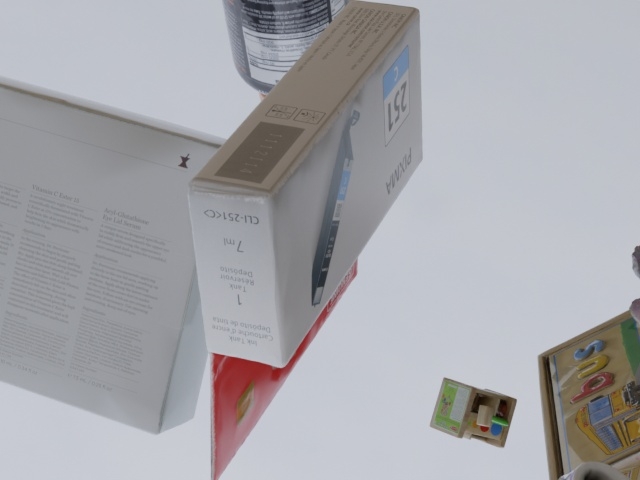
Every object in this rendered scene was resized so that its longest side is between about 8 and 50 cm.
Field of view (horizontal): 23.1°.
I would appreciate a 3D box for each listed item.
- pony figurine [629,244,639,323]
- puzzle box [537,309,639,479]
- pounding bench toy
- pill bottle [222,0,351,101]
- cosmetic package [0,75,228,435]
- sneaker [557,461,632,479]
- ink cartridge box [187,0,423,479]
[{"bbox_3d":[0.321,-0.076,0.741,0.303,0.363,0.351,-35,-156,-19],"label":"pony figurine"},{"bbox_3d":[0.355,0.165,1.590,0.052,0.272,0.409,57,-165,-16],"label":"puzzle box"},{"bbox_3d":[0.161,0.173,1.532,0.065,0.052,0.083,17,178,-29],"label":"pounding bench toy"},{"bbox_3d":[-0.032,-0.230,1.550,0.130,0.246,0.130,-3,-129,3],"label":"pill bottle"},{"bbox_3d":[-0.277,-0.003,1.548,0.377,0.284,0.097,17,-169,17],"label":"cosmetic package"},{"bbox_3d":[0.248,0.309,1.222,0.102,0.161,0.282,-18,-115,-17],"label":"sneaker"},{"bbox_3d":[0.000,0.000,1.155,0.066,0.261,0.296,11,-144,19],"label":"ink cartridge box"}]
